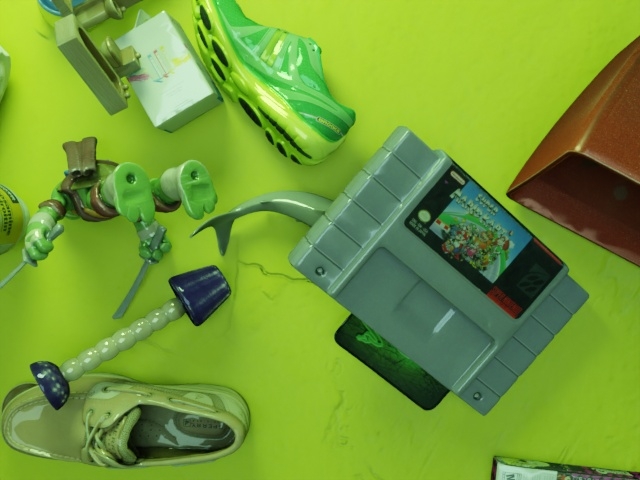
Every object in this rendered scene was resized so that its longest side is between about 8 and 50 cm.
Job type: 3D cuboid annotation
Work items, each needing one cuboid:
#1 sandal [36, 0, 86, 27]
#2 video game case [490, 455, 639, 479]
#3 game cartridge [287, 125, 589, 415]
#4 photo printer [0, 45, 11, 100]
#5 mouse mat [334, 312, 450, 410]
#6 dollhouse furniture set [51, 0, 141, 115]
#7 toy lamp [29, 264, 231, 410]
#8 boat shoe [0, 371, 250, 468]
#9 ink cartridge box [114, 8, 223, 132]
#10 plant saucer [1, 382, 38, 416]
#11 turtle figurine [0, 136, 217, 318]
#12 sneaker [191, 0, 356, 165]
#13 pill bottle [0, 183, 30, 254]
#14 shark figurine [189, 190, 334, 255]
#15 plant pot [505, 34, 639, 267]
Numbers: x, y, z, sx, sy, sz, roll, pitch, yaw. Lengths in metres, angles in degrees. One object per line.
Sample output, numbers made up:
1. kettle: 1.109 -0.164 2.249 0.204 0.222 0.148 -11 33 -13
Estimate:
1. sandal: -0.251 -0.397 1.085 0.317 0.138 0.126 -42 89 2
2. video game case: 0.331 0.424 1.153 0.210 0.042 0.232 6 93 2
3. game cartridge: 0.162 0.045 1.077 0.355 0.068 0.230 39 98 -20
4. photo printer: -0.577 -0.178 1.121 0.256 0.107 0.307 24 93 0
5. mouse mat: 0.131 0.129 1.137 0.190 0.007 0.152 39 94 -16
6. dollhouse furniture set: -0.240 -0.267 0.995 0.123 0.144 0.151 -25 49 5
7. toy lamp: -0.246 0.121 1.115 0.275 0.080 0.080 -31 92 -16
8. boat shoe: -0.268 0.246 1.123 0.341 0.110 0.121 -3 94 -1
9. ink cartridge box: -0.208 -0.230 1.113 0.090 0.092 0.143 -31 90 4
10. plant saucer: -0.408 0.241 1.182 0.083 0.015 0.083 0 93 1
11. turtle figurine: -0.262 -0.002 1.061 0.198 0.266 0.274 33 61 -33
12. sneaker: -0.067 -0.234 1.116 0.123 0.109 0.295 -37 88 -22
13. pill bottle: -0.448 -0.027 1.085 0.103 0.184 0.103 0 93 2
14. shark figurine: -0.017 -0.024 1.109 0.278 0.116 0.166 19 92 -1
15. plant pot: 0.427 -0.119 1.027 0.267 0.267 0.235 27 81 0
